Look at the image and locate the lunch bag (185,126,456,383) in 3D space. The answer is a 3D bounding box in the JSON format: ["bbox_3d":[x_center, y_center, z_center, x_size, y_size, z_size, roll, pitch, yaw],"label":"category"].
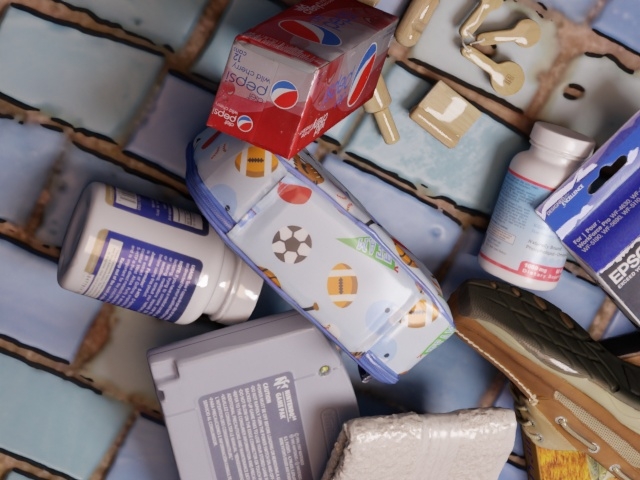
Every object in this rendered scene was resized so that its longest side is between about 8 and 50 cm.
[{"bbox_3d":[0.000,0.000,1.782,0.115,0.243,0.303,-42,105,5],"label":"lunch bag"}]

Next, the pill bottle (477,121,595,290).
[{"bbox_3d":[0.225,-0.036,1.893,0.087,0.087,0.160,14,104,-15],"label":"pill bottle"}]

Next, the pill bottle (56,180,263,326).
[{"bbox_3d":[-0.155,0.021,1.820,0.187,0.112,0.112,19,102,-16],"label":"pill bottle"}]

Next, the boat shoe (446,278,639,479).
[{"bbox_3d":[0.253,0.163,1.885,0.324,0.122,0.120,33,113,-14],"label":"boat shoe"}]

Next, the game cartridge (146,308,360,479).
[{"bbox_3d":[-0.056,0.199,1.885,0.196,0.060,0.294,-13,129,-4],"label":"game cartridge"}]

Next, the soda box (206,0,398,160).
[{"bbox_3d":[-0.012,-0.157,1.697,0.083,0.263,0.092,24,112,11],"label":"soda box"}]

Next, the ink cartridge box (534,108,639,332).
[{"bbox_3d":[0.381,0.032,1.882,0.165,0.065,0.333,-45,114,2],"label":"ink cartridge box"}]

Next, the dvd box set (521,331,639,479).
[{"bbox_3d":[0.388,0.299,2.044,0.308,0.062,0.420,-11,108,-7],"label":"dvd box set"}]

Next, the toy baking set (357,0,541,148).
[{"bbox_3d":[0.108,-0.220,1.847,0.197,0.030,0.256,-29,110,-5],"label":"toy baking set"}]

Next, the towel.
[{"bbox_3d":[0.078,0.274,1.909,0.187,0.049,0.282,-3,137,-21],"label":"towel"}]
